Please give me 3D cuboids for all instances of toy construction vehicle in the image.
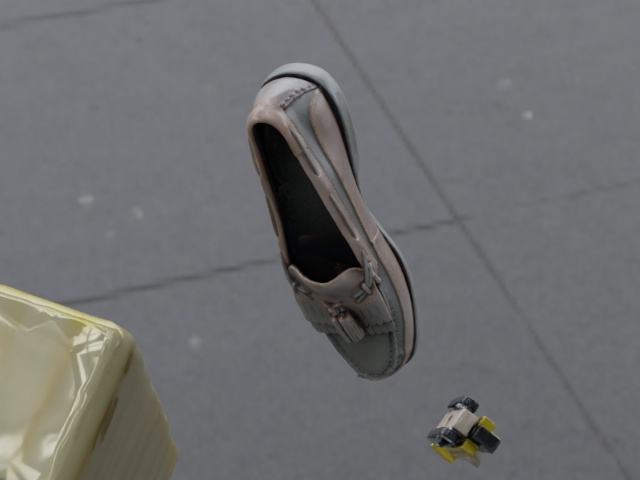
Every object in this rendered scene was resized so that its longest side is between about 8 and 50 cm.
[{"bbox_3d":[0.056,0.123,0.846,0.035,0.098,0.086,36,73,-2],"label":"toy construction vehicle"}]

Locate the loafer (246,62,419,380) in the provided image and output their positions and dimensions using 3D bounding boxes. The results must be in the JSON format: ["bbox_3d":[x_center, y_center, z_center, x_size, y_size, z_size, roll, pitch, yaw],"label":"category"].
[{"bbox_3d":[0.000,0.000,0.611,0.045,0.125,0.039,-6,25,29],"label":"loafer"}]

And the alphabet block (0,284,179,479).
[{"bbox_3d":[-0.184,0.123,0.684,0.192,0.193,0.197,18,70,6],"label":"alphabet block"}]
